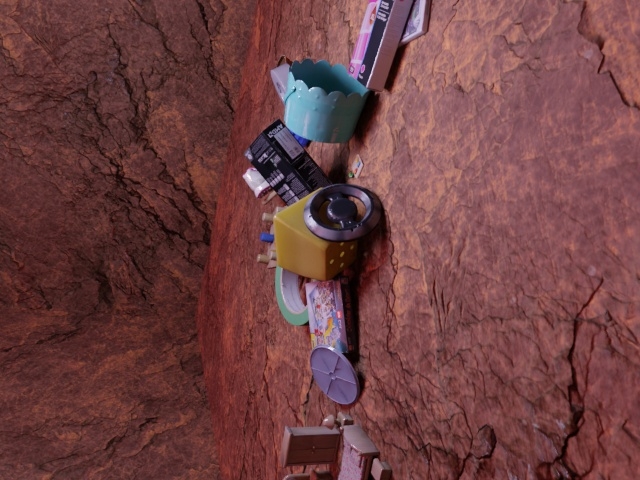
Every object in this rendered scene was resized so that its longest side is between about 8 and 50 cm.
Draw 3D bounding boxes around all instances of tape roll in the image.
[{"bbox_3d":[-0.054,0.141,1.869,0.321,0.077,0.321,-8,80,57],"label":"tape roll"},{"bbox_3d":[-0.126,-0.620,2.187,0.219,0.072,0.219,60,175,9],"label":"tape roll"}]

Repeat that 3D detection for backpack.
[{"bbox_3d":[-0.085,-0.449,2.159,0.120,0.101,0.098,123,153,-54],"label":"backpack"}]

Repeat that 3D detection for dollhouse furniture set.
[{"bbox_3d":[0.019,0.679,1.485,0.355,0.174,0.303,-151,69,-67],"label":"dollhouse furniture set"}]

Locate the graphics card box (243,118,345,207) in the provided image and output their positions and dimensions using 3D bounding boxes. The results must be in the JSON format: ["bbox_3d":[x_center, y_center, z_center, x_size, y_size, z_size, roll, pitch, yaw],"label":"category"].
[{"bbox_3d":[-0.090,-0.216,1.817,0.094,0.371,0.233,-45,8,-23],"label":"graphics card box"}]

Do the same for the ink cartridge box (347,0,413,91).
[{"bbox_3d":[0.187,-0.641,1.538,0.176,0.069,0.371,-118,42,-54],"label":"ink cartridge box"}]

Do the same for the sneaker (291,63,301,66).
[{"bbox_3d":[-0.067,-0.677,2.200,0.221,0.087,0.083,58,175,34],"label":"sneaker"}]

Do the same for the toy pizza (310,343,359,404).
[{"bbox_3d":[0.046,0.402,1.593,0.201,0.032,0.201,23,125,38],"label":"toy pizza"}]

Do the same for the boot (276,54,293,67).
[{"bbox_3d":[-0.151,-0.701,2.320,0.152,0.073,0.197,31,-120,-65],"label":"boot"}]

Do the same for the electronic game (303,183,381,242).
[{"bbox_3d":[0.064,-0.084,1.539,0.048,0.229,0.229,81,177,-49],"label":"electronic game"}]

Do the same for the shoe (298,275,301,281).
[{"bbox_3d":[-0.079,0.097,2.032,0.081,0.063,0.178,-133,58,-67],"label":"shoe"}]

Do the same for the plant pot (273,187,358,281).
[{"bbox_3d":[0.000,0.000,1.623,0.187,0.212,0.212,34,142,33],"label":"plant pot"}]

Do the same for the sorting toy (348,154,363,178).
[{"bbox_3d":[0.114,-0.232,1.720,0.062,0.012,0.083,-109,33,-46],"label":"sorting toy"}]

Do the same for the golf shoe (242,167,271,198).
[{"bbox_3d":[-0.253,-0.284,2.358,0.115,0.140,0.306,-45,4,16],"label":"golf shoe"}]

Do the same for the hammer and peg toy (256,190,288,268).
[{"bbox_3d":[-0.162,-0.064,2.204,0.266,0.127,0.361,164,114,-66],"label":"hammer and peg toy"}]

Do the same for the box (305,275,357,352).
[{"bbox_3d":[0.031,0.237,1.645,0.159,0.044,0.233,-16,76,44],"label":"box"}]

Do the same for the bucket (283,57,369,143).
[{"bbox_3d":[0.013,-0.451,1.707,0.281,0.281,0.183,-110,29,-48],"label":"bucket"}]

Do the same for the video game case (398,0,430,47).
[{"bbox_3d":[0.251,-0.647,1.488,0.190,0.022,0.173,-171,88,-68],"label":"video game case"}]
